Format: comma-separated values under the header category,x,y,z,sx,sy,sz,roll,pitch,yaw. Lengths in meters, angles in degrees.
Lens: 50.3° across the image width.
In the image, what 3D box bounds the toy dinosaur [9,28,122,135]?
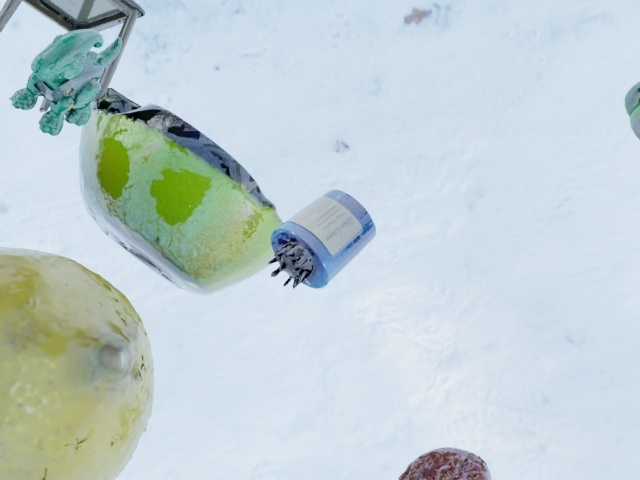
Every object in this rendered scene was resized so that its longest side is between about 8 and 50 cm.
category,x,y,z,sx,sy,sz,roll,pitch,yaw
toy dinosaur,-0.213,-0.148,0.592,0.059,0.132,0.096,42,124,-8

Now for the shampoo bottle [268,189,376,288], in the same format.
category,x,y,z,sx,sy,sz,roll,pitch,yaw
shampoo bottle,0.000,0.000,0.814,0.087,0.183,0.050,47,126,2

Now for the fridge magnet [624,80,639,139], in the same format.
category,x,y,z,sx,sy,sz,roll,pitch,yaw
fridge magnet,0.634,-0.211,1.197,0.208,0.208,0.088,31,83,12

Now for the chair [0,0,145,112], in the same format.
category,x,y,z,sx,sy,sz,roll,pitch,yaw
chair,-0.352,-0.335,0.931,0.188,0.166,0.272,3,70,42

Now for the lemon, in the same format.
category,x,y,z,sx,sy,sz,roll,pitch,yaw
lemon,-0.279,0.130,0.580,0.310,0.258,0.258,-19,84,21

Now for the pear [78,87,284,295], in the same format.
category,x,y,z,sx,sy,sz,roll,pitch,yaw
pear,-0.237,-0.045,1.062,0.398,0.399,0.165,34,76,12

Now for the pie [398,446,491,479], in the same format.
category,x,y,z,sx,sy,sz,roll,pitch,yaw
pie,0.147,0.318,0.828,0.154,0.154,0.036,-38,115,9
